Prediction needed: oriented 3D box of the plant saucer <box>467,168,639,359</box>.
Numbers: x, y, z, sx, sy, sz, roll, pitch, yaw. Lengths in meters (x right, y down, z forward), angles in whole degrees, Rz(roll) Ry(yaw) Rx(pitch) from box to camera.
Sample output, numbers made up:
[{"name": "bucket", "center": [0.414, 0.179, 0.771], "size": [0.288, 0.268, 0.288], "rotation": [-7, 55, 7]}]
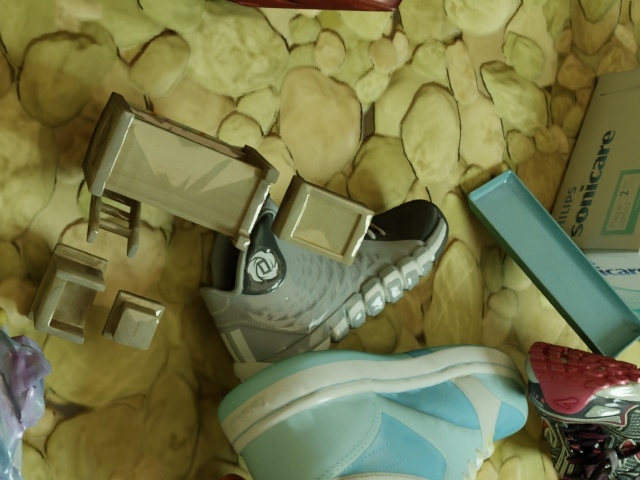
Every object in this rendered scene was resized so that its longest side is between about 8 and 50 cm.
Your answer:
[{"name": "plant saucer", "center": [0.208, 0.023, 1.079], "size": [0.067, 0.018, 0.192], "rotation": [-30, 75, -38]}]

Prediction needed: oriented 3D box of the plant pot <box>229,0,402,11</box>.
[{"name": "plant pot", "center": [-0.046, -0.286, 0.809], "size": [0.267, 0.267, 0.235], "rotation": [6, 96, -39]}]

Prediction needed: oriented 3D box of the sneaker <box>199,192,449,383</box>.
[{"name": "sneaker", "center": [0.000, 0.000, 0.927], "size": [0.229, 0.086, 0.132], "rotation": [-41, 110, -32]}]

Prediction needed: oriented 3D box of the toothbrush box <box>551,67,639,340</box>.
[{"name": "toothbrush box", "center": [0.376, -0.007, 1.207], "size": [0.295, 0.126, 0.216], "rotation": [37, 66, -31]}]

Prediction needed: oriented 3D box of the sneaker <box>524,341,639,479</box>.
[{"name": "sneaker", "center": [0.243, 0.164, 1.040], "size": [0.299, 0.121, 0.112], "rotation": [39, 69, -61]}]

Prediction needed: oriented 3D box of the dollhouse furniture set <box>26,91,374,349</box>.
[{"name": "dollhouse furniture set", "center": [-0.087, 0.009, 0.840], "size": [0.182, 0.101, 0.161], "rotation": [22, 98, -18]}]

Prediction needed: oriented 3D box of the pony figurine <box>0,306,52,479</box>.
[{"name": "pony figurine", "center": [-0.208, 0.231, 0.659], "size": [0.351, 0.303, 0.363], "rotation": [-11, 99, -7]}]

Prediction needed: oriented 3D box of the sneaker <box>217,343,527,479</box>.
[{"name": "sneaker", "center": [0.077, 0.190, 0.891], "size": [0.319, 0.127, 0.208], "rotation": [3, 55, -47]}]

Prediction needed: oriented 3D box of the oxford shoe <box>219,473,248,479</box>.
[{"name": "oxford shoe", "center": [-0.016, 0.345, 0.867], "size": [0.133, 0.130, 0.363], "rotation": [-26, 90, 6]}]
